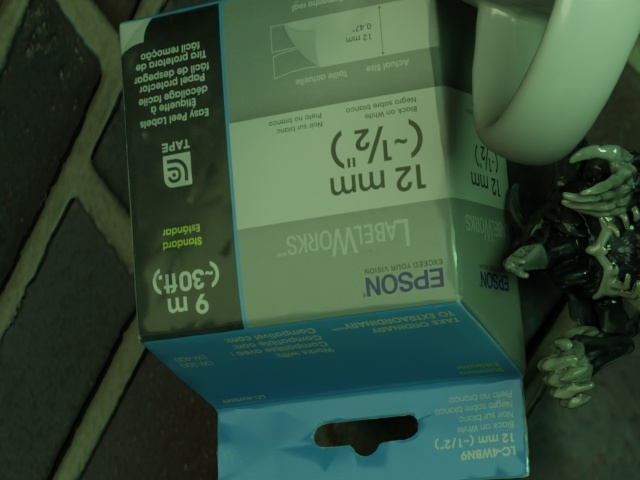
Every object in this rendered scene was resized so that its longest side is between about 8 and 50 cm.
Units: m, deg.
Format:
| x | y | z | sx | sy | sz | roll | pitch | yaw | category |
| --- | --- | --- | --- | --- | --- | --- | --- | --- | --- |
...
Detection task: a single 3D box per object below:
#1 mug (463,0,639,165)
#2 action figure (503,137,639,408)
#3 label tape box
| x | y | z | sx | sy | sz | roll | pitch | yaw | category |
| --- | --- | --- | --- | --- | --- | --- | --- | --- | --- |
| 0.150 | -0.223 | 1.017 | 0.328 | 0.276 | 0.374 | 129 | 153 | -70 | mug |
| 0.193 | 0.013 | 1.116 | 0.275 | 0.141 | 0.164 | 10 | 109 | 47 | action figure |
| 0.000 | 0.000 | 1.261 | 0.249 | 0.115 | 0.348 | -8 | 79 | 26 | label tape box |
